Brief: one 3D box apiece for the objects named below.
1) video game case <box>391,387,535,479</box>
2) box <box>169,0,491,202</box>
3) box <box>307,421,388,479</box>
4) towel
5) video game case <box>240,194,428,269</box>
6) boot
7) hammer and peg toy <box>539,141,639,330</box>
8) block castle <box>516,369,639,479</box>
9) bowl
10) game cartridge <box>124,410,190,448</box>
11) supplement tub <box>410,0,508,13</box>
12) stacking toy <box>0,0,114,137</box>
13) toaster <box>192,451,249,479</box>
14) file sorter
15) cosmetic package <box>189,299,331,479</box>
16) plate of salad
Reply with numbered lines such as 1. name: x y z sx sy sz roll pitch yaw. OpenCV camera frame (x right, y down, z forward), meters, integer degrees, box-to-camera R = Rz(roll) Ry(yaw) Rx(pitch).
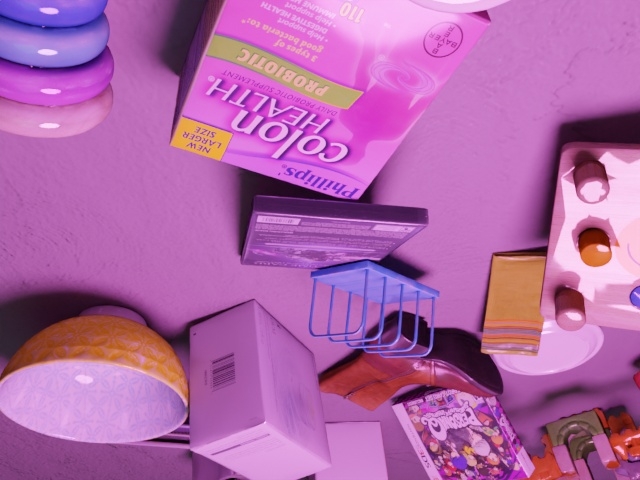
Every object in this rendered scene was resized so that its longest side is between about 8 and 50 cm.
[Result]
1. video game case: 0.286 0.401 1.218 0.232 0.210 0.041 -30 176 41
2. box: -0.006 -0.180 0.571 0.213 0.117 0.243 16 136 -23
3. box: 0.063 0.623 1.352 0.168 0.345 0.215 0 140 -7
4. towel: 0.330 0.113 0.989 0.102 0.021 0.237 -2 131 7
5. video game case: 0.000 0.000 0.768 0.196 0.026 0.274 4 166 -10
6. boot: 0.168 0.276 1.128 0.264 0.096 0.280 23 134 -19
7. hammer and peg toy: 0.467 0.017 0.716 0.361 0.127 0.266 6 120 17
8. block castle: 0.581 0.437 1.294 0.453 0.213 0.303 -25 132 20
9. bowl: -0.350 0.200 0.958 0.289 0.156 0.289 -2 140 -1
10. game cartridge: -0.264 0.373 1.172 0.354 0.068 0.230 8 170 -11
11. supplement tub: 0.090 -0.270 0.410 0.144 0.200 0.144 -3 141 -2
12. stacking toy: -0.224 -0.252 0.475 0.141 0.141 0.330 11 131 -18
13. toaster: -0.189 0.539 1.412 0.185 0.110 0.168 -29 135 26
14. file sorter: 0.080 0.110 0.892 0.170 0.105 0.118 24 154 -39
15. cosmetic package: -0.100 0.263 0.998 0.138 0.224 0.225 -24 137 13
16. plate of salad: 0.423 0.193 1.106 0.199 0.048 0.200 0 137 0
